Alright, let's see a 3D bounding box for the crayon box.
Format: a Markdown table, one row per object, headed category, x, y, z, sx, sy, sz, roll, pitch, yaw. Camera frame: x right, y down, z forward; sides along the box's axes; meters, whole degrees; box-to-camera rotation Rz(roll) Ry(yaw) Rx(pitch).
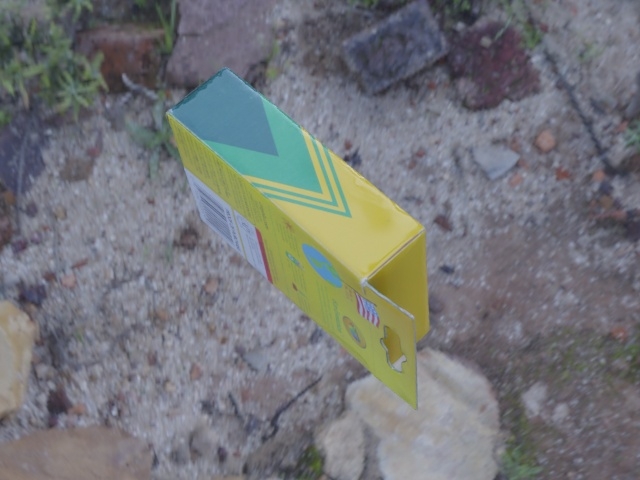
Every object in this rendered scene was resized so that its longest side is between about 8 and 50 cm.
| category | x | y | z | sx | sy | sz | roll | pitch | yaw |
| --- | --- | --- | --- | --- | --- | --- | --- | --- | --- |
| crayon box | 0.000 | 0.000 | 1.144 | 0.081 | 0.202 | 0.318 | -41 | 64 | -17 |
